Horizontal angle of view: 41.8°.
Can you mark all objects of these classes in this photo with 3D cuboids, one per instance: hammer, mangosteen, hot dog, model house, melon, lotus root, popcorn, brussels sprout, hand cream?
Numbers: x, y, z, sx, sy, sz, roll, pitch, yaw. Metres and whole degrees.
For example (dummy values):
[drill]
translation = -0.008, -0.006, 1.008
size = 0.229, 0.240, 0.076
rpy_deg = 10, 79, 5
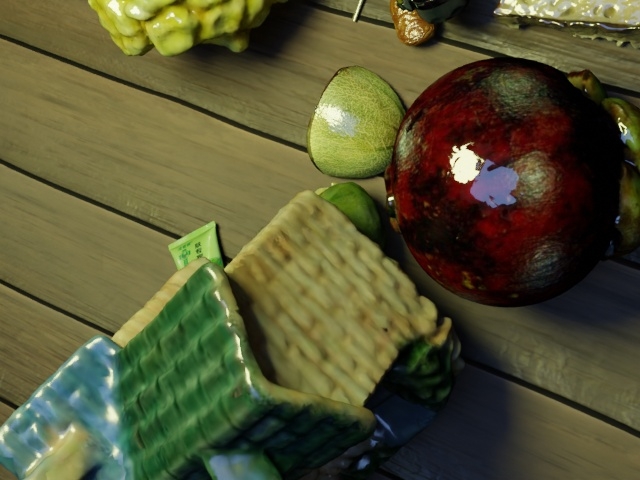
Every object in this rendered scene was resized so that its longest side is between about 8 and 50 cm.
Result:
[hammer]
translation = 0.065, -0.357, 1.160
size = 0.036, 0.019, 0.110
rpy_deg = 27, 105, 20
[mangosteen]
translation = 0.227, -0.067, 0.969
size = 0.311, 0.311, 0.310
rpy_deg = 1, 93, 23
[hot dog]
translation = 0.124, -0.301, 1.127
size = 0.058, 0.035, 0.083
rpy_deg = -21, 79, 22
[model house]
translation = -0.110, 0.228, 0.985
size = 0.395, 0.400, 0.445
rpy_deg = 48, 124, 1
[melon]
translation = 0.051, -0.156, 1.143
size = 0.128, 0.079, 0.160
rpy_deg = 20, 100, 23
[lotus root]
translation = 0.359, -0.316, 1.005
size = 0.261, 0.074, 0.170
rpy_deg = 20, 100, 23
[popcorn]
translation = -0.169, -0.399, 1.131
size = 0.279, 0.274, 0.335
rpy_deg = 9, 55, 53
[brussels sprout]
translation = 0.005, 0.006, 1.143
size = 0.183, 0.131, 0.145
rpy_deg = -38, 73, 16
[hand cream]
translation = -0.174, 0.068, 1.267
size = 0.095, 0.046, 0.174
rpy_deg = -27, 74, 26

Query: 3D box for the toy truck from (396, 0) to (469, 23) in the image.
[toy truck]
translation = 0.158, -0.395, 1.052
size = 0.224, 0.165, 0.147
rpy_deg = -33, 124, 7
